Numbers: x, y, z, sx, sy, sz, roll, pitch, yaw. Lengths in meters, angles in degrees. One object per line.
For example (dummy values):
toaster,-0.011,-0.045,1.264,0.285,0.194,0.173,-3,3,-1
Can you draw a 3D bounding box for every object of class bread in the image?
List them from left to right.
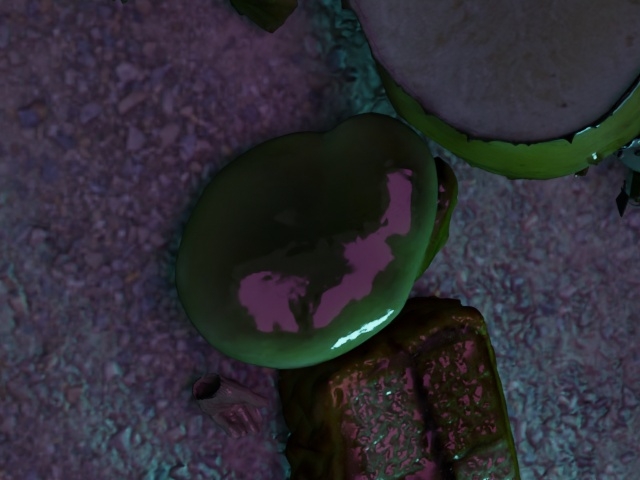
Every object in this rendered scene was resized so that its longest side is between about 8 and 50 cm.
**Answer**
bread,0.065,0.163,1.327,0.181,0.096,0.222,-18,103,-23

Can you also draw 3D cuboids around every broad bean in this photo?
broad bean,0.000,0.000,1.270,0.228,0.100,0.169,-22,84,-8

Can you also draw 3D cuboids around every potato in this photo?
potato,0.149,-0.188,1.274,0.246,0.196,0.300,-8,77,12

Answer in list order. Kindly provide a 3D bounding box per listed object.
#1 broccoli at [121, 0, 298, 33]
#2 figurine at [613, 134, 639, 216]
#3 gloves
broccoli,-0.095,-0.207,1.209,0.204,0.118,0.122,26,65,-38
figurine,0.291,-0.102,1.377,0.192,0.147,0.126,-15,84,-40
gloves,-0.069,0.120,1.290,0.044,0.037,0.081,-23,127,17
